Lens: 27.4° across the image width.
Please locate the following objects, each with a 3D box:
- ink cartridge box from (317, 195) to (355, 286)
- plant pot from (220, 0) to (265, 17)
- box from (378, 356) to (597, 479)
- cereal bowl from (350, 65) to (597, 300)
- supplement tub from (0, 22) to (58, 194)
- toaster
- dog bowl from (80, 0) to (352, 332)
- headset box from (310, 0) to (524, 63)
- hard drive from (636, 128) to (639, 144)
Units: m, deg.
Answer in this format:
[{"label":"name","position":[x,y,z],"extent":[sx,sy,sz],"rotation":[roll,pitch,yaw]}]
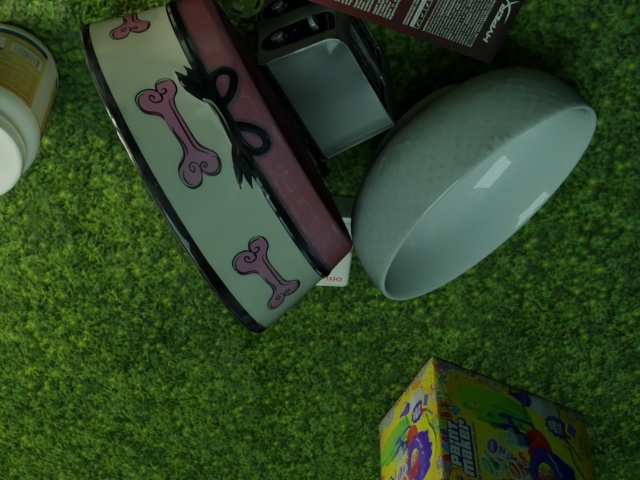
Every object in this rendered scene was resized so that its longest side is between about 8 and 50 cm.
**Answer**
[{"label":"ink cartridge box","position":[0.000,0.000,1.794],"extent":[0.089,0.052,0.122],"rotation":[5,128,-2]},{"label":"plant pot","position":[-0.090,-0.301,1.535],"extent":[0.083,0.079,0.083],"rotation":[1,129,1]},{"label":"box","position":[0.248,0.370,1.936],"extent":[0.279,0.290,0.177],"rotation":[21,126,-17]},{"label":"cereal bowl","position":[0.166,-0.088,1.599],"extent":[0.141,0.339,0.339],"rotation":[50,125,19]},{"label":"supplement tub","position":[-0.402,-0.156,1.578],"extent":[0.144,0.199,0.144],"rotation":[0,128,1]},{"label":"toaster","position":[0.008,-0.201,1.557],"extent":[0.110,0.168,0.185],"rotation":[-23,124,17]},{"label":"dog bowl","position":[-0.106,-0.103,1.512],"extent":[0.150,0.408,0.408],"rotation":[-29,124,4]},{"label":"headset box","position":[0.066,-0.333,1.419],"extent":[0.293,0.218,0.110],"rotation":[17,127,-13]},{"label":"hard drive","position":[0.549,-0.229,1.609],"extent":[0.210,0.040,0.318],"rotation":[11,128,-8]}]
